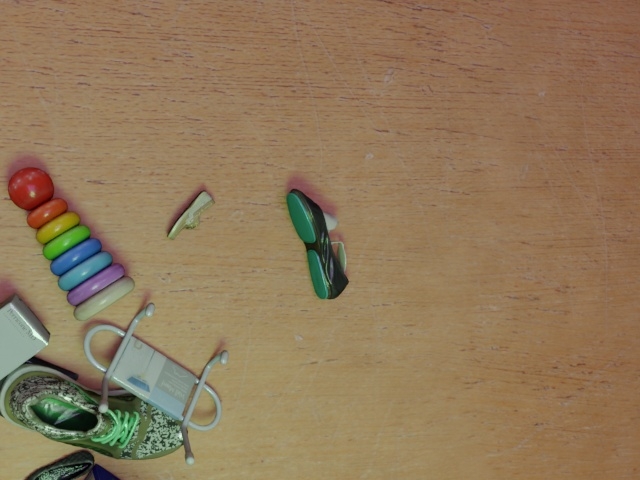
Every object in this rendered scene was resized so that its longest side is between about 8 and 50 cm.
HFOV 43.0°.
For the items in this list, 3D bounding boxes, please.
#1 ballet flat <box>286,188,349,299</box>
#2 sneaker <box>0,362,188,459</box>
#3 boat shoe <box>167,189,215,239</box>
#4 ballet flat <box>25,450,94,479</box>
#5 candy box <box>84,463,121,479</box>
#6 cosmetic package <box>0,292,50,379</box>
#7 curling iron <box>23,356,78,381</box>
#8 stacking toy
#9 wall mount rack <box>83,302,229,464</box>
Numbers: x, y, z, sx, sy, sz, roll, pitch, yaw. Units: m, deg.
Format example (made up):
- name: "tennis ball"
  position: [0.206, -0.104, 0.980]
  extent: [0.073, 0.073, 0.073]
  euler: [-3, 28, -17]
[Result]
- name: "ballet flat"
  position: [0.000, 0.000, 1.899]
  extent: [0.096, 0.095, 0.280]
  euler: [-26, 109, -29]
- name: "sneaker"
  position: [-0.452, 0.378, 1.659]
  extent: [0.410, 0.182, 0.158]
  euler: [21, 86, -28]
- name: "boat shoe"
  position: [-0.285, -0.050, 1.803]
  extent: [0.045, 0.050, 0.135]
  euler: [41, 76, -11]
- name: "ballet flat"
  position: [-0.555, 0.495, 1.699]
  extent: [0.173, 0.049, 0.057]
  euler: [-30, 100, -18]
- name: "candy box"
  position: [-0.365, 0.604, 1.631]
  extent: [0.268, 0.317, 0.122]
  euler: [40, 78, -15]
- name: "cosmetic package"
  position: [-0.664, 0.222, 1.604]
  extent: [0.231, 0.085, 0.117]
  euler: [-38, 107, -5]
- name: "curling iron"
  position: [-0.626, 0.228, 1.679]
  extent: [0.274, 0.035, 0.068]
  euler: [32, 79, -18]
- name: "stacking toy"
  position: [-0.528, -0.003, 1.680]
  extent: [0.141, 0.141, 0.330]
  euler: [-34, 95, -18]
- name: "wall mount rack"
  position: [-0.335, 0.303, 1.682]
  extent: [0.350, 0.130, 0.304]
  euler: [36, 40, -18]
